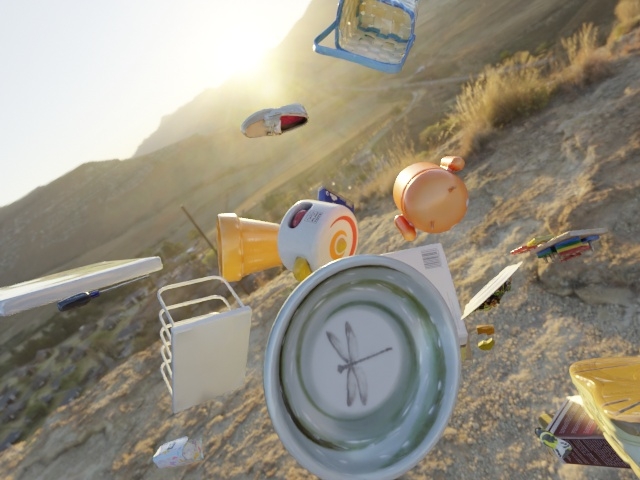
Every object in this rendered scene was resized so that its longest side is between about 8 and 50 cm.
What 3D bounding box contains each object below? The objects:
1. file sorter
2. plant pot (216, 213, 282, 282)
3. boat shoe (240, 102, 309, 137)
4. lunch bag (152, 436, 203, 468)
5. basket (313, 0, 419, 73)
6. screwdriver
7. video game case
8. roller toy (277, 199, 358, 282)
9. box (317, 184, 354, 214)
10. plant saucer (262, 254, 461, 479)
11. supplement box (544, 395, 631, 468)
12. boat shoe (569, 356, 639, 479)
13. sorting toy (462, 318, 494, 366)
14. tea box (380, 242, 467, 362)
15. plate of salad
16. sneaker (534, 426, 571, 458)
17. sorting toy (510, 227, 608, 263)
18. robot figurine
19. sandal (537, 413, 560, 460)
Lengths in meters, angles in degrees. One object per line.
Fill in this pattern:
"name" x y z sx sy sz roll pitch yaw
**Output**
"file sorter" -0.311 0.260 1.104 0.192 0.278 0.173 -11 36 -33
"plant pot" -0.214 0.019 1.299 0.187 0.205 0.205 -3 14 -17
"boat shoe" -0.107 -0.284 1.028 0.170 0.063 0.059 -23 52 -11
"lunch bag" -0.300 0.450 0.900 0.071 0.083 0.053 -21 65 12
"basket" 0.150 -0.581 1.198 0.254 0.201 0.289 24 54 14
"screwdriver" -0.398 0.093 0.791 0.025 0.024 0.170 -3 13 38
"video game case" -0.588 0.098 0.972 0.299 0.036 0.329 -5 9 38
"roller toy" 0.000 0.000 1.059 0.146 0.191 0.209 14 13 36
"box" 0.047 -0.047 1.310 0.036 0.136 0.225 -26 50 42
"plant saucer" 0.077 0.228 0.792 0.400 0.400 0.100 -43 11 -21
"supplement box" 0.562 0.362 0.818 0.130 0.073 0.239 -36 -10 -26
"boat shoe" 0.395 0.218 0.551 0.104 0.089 0.285 -16 -6 27
"sorting toy" 0.529 0.396 1.678 0.307 0.229 0.041 -6 24 24
"tea box" 0.356 0.240 1.473 0.219 0.324 0.329 -12 59 10
"plate of salad" 0.416 0.128 1.019 0.199 0.048 0.200 -39 -17 -14
"sneaker" 0.442 0.381 0.808 0.031 0.083 0.035 -49 16 3
"sorting toy" 0.614 0.018 1.056 0.274 0.046 0.132 -4 -20 -22
"robot figurine" 0.217 -0.086 0.853 0.158 0.128 0.219 -20 15 6
"sandal" 0.629 0.550 1.139 0.088 0.079 0.240 10 5 22
